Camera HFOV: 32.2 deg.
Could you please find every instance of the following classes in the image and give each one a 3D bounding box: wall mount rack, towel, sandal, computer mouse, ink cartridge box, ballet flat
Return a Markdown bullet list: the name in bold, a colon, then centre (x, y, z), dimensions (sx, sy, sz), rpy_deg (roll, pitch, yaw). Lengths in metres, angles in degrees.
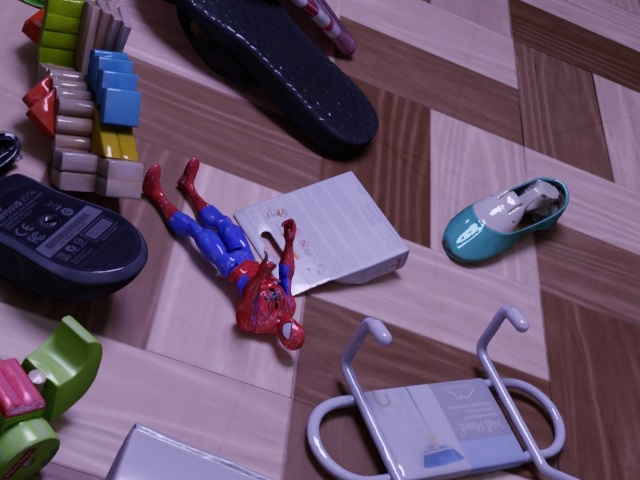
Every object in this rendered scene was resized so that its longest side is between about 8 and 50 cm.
- **wall mount rack**: centre (0.176, 0.212, 1.175), dimensions (0.350, 0.130, 0.304), rpy_deg (-2, 48, -32)
- **towel**: centre (-0.081, -0.420, 1.652), dimensions (0.329, 0.037, 0.237), rpy_deg (31, 22, -56)
- **sandal**: centre (-0.107, -0.276, 1.571), dimensions (0.446, 0.107, 0.167), rpy_deg (49, 40, 4)
- **computer mouse**: centre (-0.304, -0.008, 1.174), dimensions (0.272, 0.072, 0.188), rpy_deg (27, 39, 16)
- **ink cartridge box**: centre (0.000, 0.000, 1.384), dimensions (0.179, 0.045, 0.145), rpy_deg (-22, 60, -23)
- **ballet flat**: centre (0.264, -0.042, 1.540), dimensions (0.247, 0.087, 0.083), rpy_deg (-20, 60, -43)

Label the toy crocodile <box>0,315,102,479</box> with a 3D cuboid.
- **toy crocodile**: centre (-0.332, 0.160, 0.936), dimensions (0.340, 0.105, 0.115), rpy_deg (-19, 59, -43)

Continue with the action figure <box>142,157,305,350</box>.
- **action figure**: centre (-0.089, -0.005, 1.249), dimensions (0.091, 0.139, 0.280), rpy_deg (-16, 59, -40)

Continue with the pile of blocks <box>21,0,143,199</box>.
- **pile of blocks**: centre (-0.294, -0.198, 1.315), dimensions (0.112, 0.149, 0.362), rpy_deg (3, 46, -30)

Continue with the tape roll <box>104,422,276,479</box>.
- **tape roll**: centre (-0.114, 0.281, 0.831), dimensions (0.169, 0.246, 0.246), rpy_deg (23, 39, -7)

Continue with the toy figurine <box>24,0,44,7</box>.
- **toy figurine**: centre (-0.349, -0.396, 1.543), dimensions (0.173, 0.130, 0.159), rpy_deg (43, 25, -19)
